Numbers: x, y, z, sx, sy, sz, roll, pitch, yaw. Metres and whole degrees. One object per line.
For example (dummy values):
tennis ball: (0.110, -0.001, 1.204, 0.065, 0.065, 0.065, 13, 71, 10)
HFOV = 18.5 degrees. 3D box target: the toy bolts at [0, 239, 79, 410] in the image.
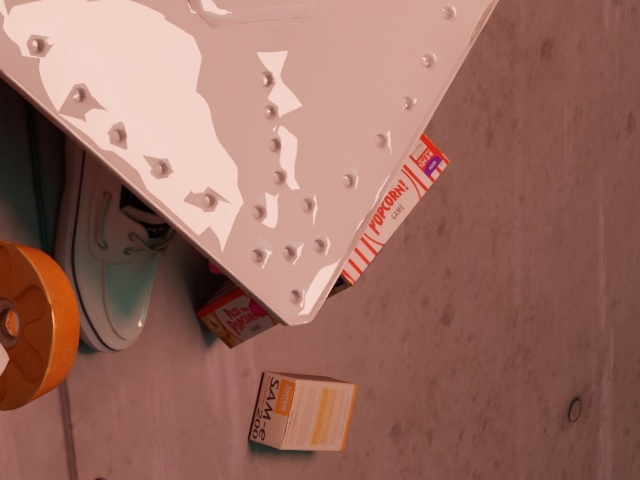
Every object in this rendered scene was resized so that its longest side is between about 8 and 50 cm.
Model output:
toy bolts: (-0.274, 0.013, 1.154, 0.158, 0.218, 0.228, -5, 87, -48)

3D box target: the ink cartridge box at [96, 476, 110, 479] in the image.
ink cartridge box: (-0.184, 0.240, 1.490, 0.115, 0.029, 0.063, -46, 136, -36)

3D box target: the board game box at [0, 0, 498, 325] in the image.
board game box: (-0.063, -0.204, 1.370, 0.390, 0.050, 0.390, 43, 63, -26)

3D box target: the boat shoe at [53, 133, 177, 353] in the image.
boat shoe: (-0.142, -0.018, 1.422, 0.083, 0.076, 0.226, -29, 124, -48)

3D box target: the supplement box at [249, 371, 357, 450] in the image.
supplement box: (-0.014, 0.148, 1.698, 0.098, 0.036, 0.062, 12, 91, -56)

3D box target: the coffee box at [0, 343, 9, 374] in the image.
coffee box: (-0.414, 0.060, 0.820, 0.337, 0.338, 0.334, -60, 142, -24)

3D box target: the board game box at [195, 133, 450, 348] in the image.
board game box: (0.000, 0.000, 1.541, 0.045, 0.193, 0.147, 46, 55, -10)
